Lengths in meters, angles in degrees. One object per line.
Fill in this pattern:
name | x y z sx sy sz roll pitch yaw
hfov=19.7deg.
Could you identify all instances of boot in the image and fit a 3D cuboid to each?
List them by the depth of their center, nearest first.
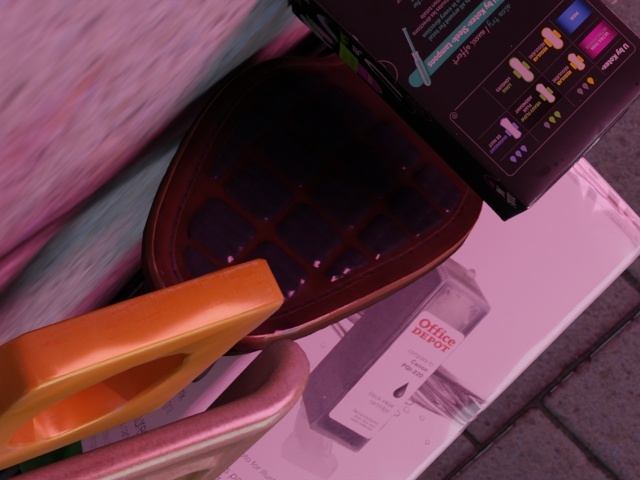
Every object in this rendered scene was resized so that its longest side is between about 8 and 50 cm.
boot | -0.005 -0.006 0.568 0.106 0.082 0.219 -50 178 38

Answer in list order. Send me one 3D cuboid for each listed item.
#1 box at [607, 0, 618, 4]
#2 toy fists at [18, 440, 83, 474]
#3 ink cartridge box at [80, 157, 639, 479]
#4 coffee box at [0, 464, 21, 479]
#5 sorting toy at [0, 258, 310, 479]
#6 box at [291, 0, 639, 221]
box | 0.183 -0.206 0.699 0.324 0.067 0.063 -44 177 -33
toy fists | -0.065 0.078 1.014 0.142 0.096 0.279 -58 171 28
ink cartridge box | 0.007 0.026 0.738 0.218 0.092 0.158 -44 -160 5
coffee box | -0.149 0.173 1.072 0.141 0.098 0.246 -46 178 31
sorting toy | -0.103 0.103 0.469 0.196 0.047 0.347 -22 167 -28
box | 0.038 -0.052 0.474 0.052 0.083 0.062 -46 179 -1
